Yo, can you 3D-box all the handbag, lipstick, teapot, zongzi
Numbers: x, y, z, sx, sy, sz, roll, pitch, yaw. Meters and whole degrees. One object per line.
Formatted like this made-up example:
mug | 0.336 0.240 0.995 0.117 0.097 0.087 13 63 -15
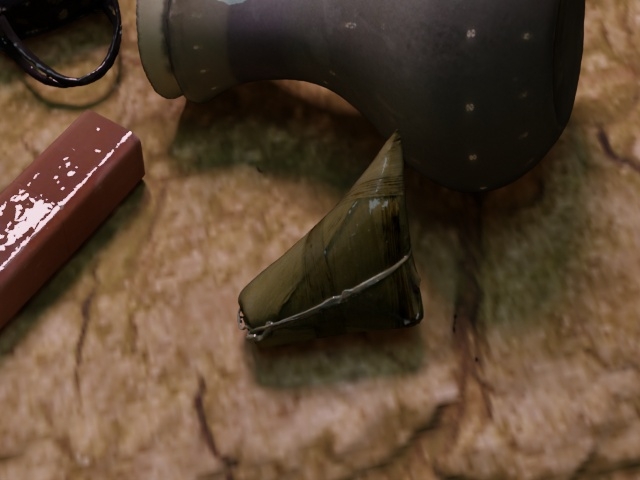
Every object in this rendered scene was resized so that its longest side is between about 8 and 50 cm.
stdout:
handbag | -0.178 -0.156 0.948 0.115 0.072 0.139 -21 70 -17
lipstick | -0.164 -0.011 0.851 0.045 0.045 0.145 28 58 19
teapot | 0.024 -0.125 0.867 0.250 0.183 0.183 6 54 18
zongzi | 0.000 0.000 0.807 0.104 0.113 0.052 -9 20 -7
